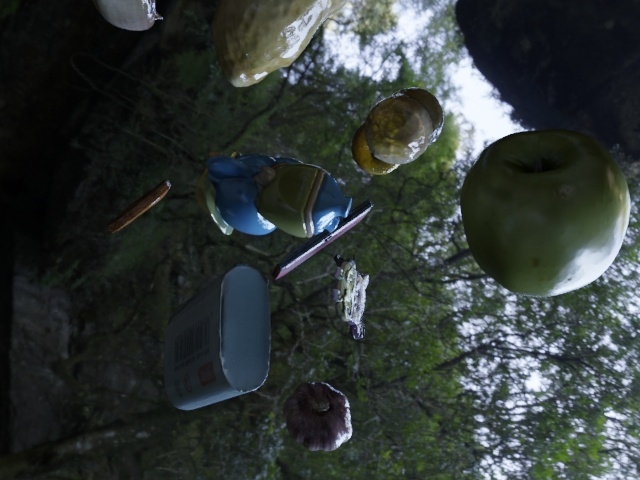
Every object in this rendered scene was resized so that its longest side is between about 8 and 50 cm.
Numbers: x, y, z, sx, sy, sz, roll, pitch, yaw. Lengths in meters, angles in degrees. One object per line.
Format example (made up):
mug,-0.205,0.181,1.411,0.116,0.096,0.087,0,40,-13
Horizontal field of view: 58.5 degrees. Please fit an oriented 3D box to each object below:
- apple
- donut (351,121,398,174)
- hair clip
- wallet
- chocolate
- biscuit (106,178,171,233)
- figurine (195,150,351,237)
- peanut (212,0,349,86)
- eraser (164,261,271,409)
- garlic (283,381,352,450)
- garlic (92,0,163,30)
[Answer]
apple,0.470,-0.053,1.215,0.357,0.357,0.357,-27,-129,39
donut,0.150,-0.233,1.418,0.152,0.152,0.058,-54,-168,14
hair clip,0.064,0.109,1.280,0.056,0.146,0.187,-17,-125,22
wallet,0.000,0.000,1.162,0.232,0.025,0.119,-35,176,-18
chocolate,0.166,-0.225,1.115,0.134,0.134,0.309,-39,-175,30
biscuit,-0.298,-0.054,0.939,0.130,0.019,0.102,-31,-161,18
figurine,-0.079,-0.066,0.947,0.180,0.261,0.154,-8,113,-83
peanut,-0.034,-0.293,0.674,0.253,0.122,0.137,-53,179,-7
eraser,-0.158,0.149,0.843,0.227,0.081,0.174,-34,-128,52
garlic,-0.005,0.378,1.242,0.147,0.102,0.159,-32,-115,-20
garlic,-0.275,-0.397,0.816,0.198,0.090,0.129,94,5,-45
